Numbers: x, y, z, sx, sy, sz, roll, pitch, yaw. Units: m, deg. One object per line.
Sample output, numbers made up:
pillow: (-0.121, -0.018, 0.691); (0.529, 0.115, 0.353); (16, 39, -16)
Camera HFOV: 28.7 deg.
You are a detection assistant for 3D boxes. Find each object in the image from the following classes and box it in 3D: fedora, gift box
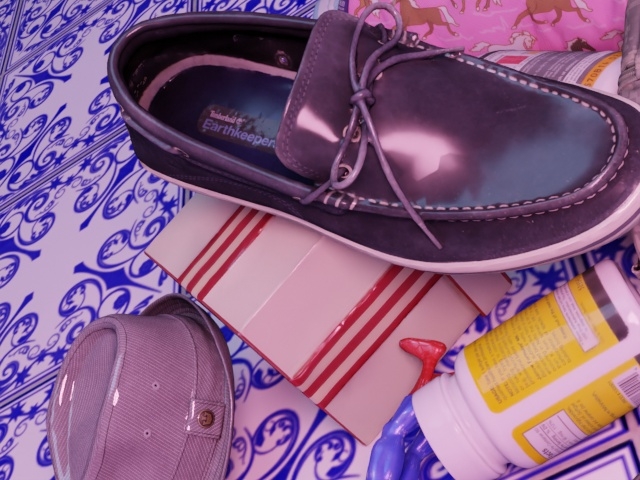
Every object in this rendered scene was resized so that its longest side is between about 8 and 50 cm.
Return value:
fedora: (-0.198, 0.185, 1.281); (0.243, 0.124, 0.276); (13, 90, 53)
gift box: (0.000, 0.000, 1.264); (0.258, 0.255, 0.276); (-48, 42, -5)

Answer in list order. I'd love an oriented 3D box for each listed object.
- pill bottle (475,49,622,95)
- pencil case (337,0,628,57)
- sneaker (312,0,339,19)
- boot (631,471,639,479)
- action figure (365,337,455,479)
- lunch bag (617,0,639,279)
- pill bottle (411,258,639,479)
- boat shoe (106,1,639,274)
pill bottle: (0.218, -0.109, 1.243); (0.278, 0.162, 0.162); (13, 62, 51)
pencil case: (0.207, -0.266, 1.337); (0.386, 0.167, 0.160); (3, 64, 42)
sneaker: (0.095, -0.257, 1.568); (0.208, 0.127, 0.319); (-30, 37, 22)
boot: (0.272, 0.194, 0.853); (0.083, 0.161, 0.246); (17, 66, 52)
action figure: (0.030, 0.226, 1.136); (0.139, 0.091, 0.280); (-6, 47, 34)
lunch bag: (0.394, -0.091, 1.001); (0.305, 0.212, 0.256); (-10, 62, 43)
pill bottle: (0.189, 0.118, 1.062); (0.208, 0.119, 0.119); (-34, 35, 13)
boat shoe: (0.032, -0.095, 1.043); (0.500, 0.156, 0.187); (13, 70, 26)
